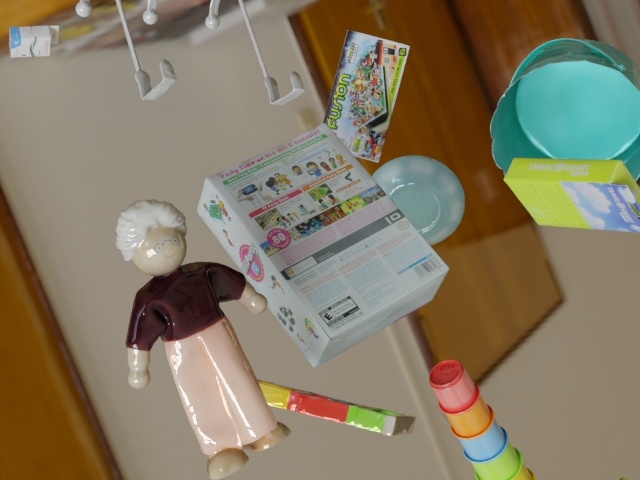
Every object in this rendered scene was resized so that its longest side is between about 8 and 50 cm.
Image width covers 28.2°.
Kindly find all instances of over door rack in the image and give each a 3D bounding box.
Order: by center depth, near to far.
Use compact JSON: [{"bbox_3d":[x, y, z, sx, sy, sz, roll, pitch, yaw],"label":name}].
[{"bbox_3d":[-0.199,-0.304,1.750,0.239,0.324,0.108,-3,147,-41],"label":"over door rack"}]

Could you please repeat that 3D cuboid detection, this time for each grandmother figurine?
[{"bbox_3d":[-0.151,0.105,1.563,0.104,0.342,0.208,-15,-167,48],"label":"grandmother figurine"}]

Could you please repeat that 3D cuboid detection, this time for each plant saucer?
[{"bbox_3d":[0.179,-0.066,2.433,0.195,0.195,0.037,-21,-158,15],"label":"plant saucer"}]

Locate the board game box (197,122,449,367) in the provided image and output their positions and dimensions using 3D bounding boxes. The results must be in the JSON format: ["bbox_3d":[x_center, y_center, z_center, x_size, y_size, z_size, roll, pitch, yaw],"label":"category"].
[{"bbox_3d":[0.000,0.000,1.844,0.224,0.303,0.097,-27,158,-28],"label":"board game box"}]

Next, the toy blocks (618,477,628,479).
[{"bbox_3d":[0.440,0.514,1.619,0.261,0.191,0.381,4,-123,47],"label":"toy blocks"}]

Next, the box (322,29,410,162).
[{"bbox_3d":[0.074,-0.248,2.199,0.114,0.207,0.036,14,-173,0],"label":"box"}]

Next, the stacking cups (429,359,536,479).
[{"bbox_3d":[0.271,0.334,2.175,0.096,0.316,0.096,-20,-142,17],"label":"stacking cups"}]

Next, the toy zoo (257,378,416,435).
[{"bbox_3d":[-0.014,0.244,1.915,0.293,0.030,0.192,12,175,14],"label":"toy zoo"}]

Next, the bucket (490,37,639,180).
[{"bbox_3d":[0.435,-0.207,2.182,0.281,0.281,0.183,-20,-163,24],"label":"bucket"}]

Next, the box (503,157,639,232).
[{"bbox_3d":[0.330,-0.057,1.594,0.178,0.109,0.042,5,-120,44],"label":"box"}]

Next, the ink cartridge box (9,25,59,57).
[{"bbox_3d":[-0.484,-0.337,2.161,0.083,0.028,0.048,-6,149,-18],"label":"ink cartridge box"}]
